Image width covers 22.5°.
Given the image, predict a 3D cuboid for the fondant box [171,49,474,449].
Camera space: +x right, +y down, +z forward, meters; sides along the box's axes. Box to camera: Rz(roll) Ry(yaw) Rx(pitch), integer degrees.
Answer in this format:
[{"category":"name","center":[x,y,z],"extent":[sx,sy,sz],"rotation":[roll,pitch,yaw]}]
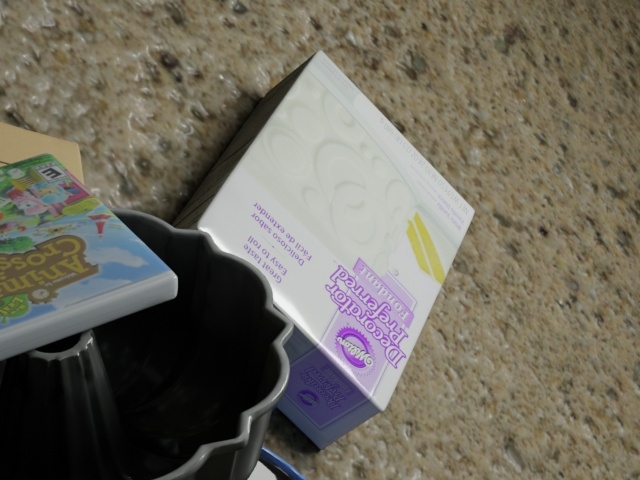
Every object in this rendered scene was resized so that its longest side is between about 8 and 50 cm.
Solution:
[{"category":"fondant box","center":[0.000,0.000,1.530],"extent":[0.238,0.096,0.330],"rotation":[45,39,-12]}]

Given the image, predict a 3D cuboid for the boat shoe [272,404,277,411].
[{"category":"boat shoe","center":[-0.129,0.055,1.332],"extent":[0.258,0.089,0.109],"rotation":[48,32,-21]}]

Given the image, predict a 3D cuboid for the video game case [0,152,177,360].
[{"category":"video game case","center":[-0.240,0.016,1.133],"extent":[0.212,0.023,0.193],"rotation":[-20,41,-30]}]

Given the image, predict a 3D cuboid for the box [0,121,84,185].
[{"category":"box","center":[-0.257,-0.010,1.323],"extent":[0.164,0.021,0.201],"rotation":[14,52,-41]}]

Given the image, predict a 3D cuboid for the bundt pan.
[{"category":"bundt pan","center":[-0.184,0.113,1.126],"extent":[0.331,0.124,0.331],"rotation":[2,35,-1]}]

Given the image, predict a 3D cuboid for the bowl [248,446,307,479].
[{"category":"bowl","center":[-0.092,0.312,1.207],"extent":[0.391,0.077,0.391],"rotation":[27,45,-31]}]
